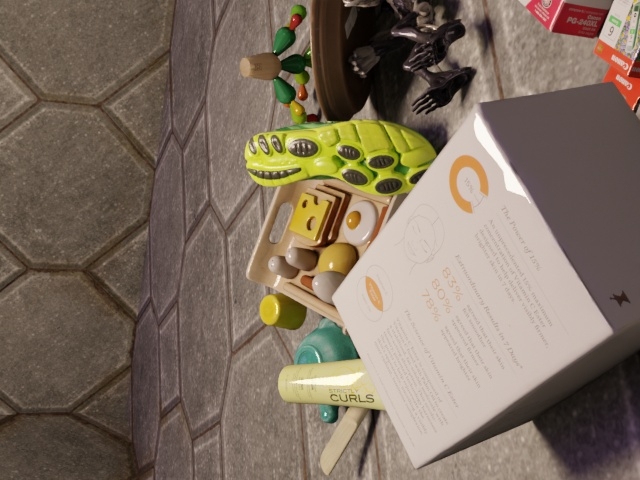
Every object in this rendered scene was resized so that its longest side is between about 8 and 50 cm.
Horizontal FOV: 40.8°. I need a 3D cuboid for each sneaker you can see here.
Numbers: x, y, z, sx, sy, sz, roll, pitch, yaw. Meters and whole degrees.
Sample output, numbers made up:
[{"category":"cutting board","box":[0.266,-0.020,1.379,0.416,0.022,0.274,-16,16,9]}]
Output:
[{"category":"sneaker","box":[0.034,-0.133,1.247,0.295,0.123,0.110,6,114,26]}]

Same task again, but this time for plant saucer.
[{"category":"plant saucer","box":[0.041,-0.312,1.300,0.278,0.041,0.278,4,-90,-73]}]

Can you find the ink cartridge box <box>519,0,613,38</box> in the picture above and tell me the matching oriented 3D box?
[{"category":"ink cartridge box","box":[0.262,-0.299,0.869,0.109,0.063,0.150,-112,33,-46]}]

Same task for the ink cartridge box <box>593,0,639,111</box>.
[{"category":"ink cartridge box","box":[0.294,-0.185,0.820,0.063,0.029,0.115,-117,37,-52]}]

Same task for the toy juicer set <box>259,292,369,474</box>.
[{"category":"toy juicer set","box":[0.031,0.187,1.415,0.209,0.089,0.329,-44,57,33]}]

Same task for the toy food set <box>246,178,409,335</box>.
[{"category":"toy food set","box":[0.000,0.000,1.335,0.306,0.092,0.220,24,94,53]}]

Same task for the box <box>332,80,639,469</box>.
[{"category":"box","box":[0.179,0.047,0.827,0.215,0.168,0.345,64,149,21]}]

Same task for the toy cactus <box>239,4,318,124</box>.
[{"category":"toy cactus","box":[-0.058,-0.314,1.571,0.112,0.180,0.219,31,123,44]}]

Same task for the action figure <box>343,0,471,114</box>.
[{"category":"action figure","box":[0.098,-0.303,1.180,0.164,0.140,0.276,72,176,-48]}]

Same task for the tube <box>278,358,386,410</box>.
[{"category":"tube","box":[0.042,0.214,1.300,0.240,0.062,0.070,-7,120,38]}]
